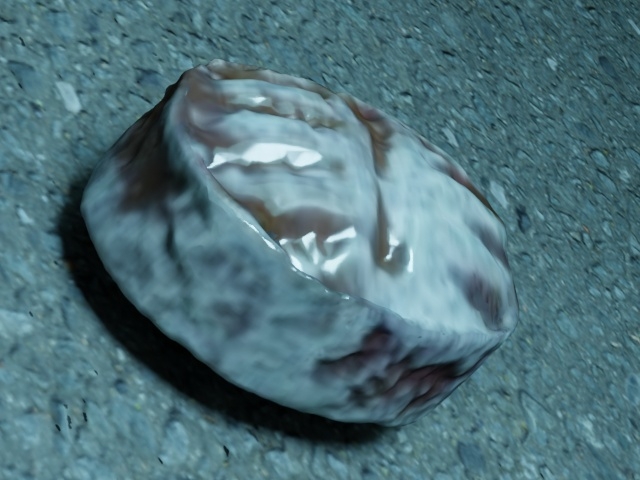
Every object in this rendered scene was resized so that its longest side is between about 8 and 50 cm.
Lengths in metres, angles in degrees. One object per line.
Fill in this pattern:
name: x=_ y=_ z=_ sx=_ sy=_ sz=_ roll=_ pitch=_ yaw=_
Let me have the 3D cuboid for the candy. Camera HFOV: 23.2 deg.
candy: x=0.000 y=0.000 z=0.966 sx=0.289 sy=0.157 sz=0.214 roll=21 pitch=35 yaw=-38
